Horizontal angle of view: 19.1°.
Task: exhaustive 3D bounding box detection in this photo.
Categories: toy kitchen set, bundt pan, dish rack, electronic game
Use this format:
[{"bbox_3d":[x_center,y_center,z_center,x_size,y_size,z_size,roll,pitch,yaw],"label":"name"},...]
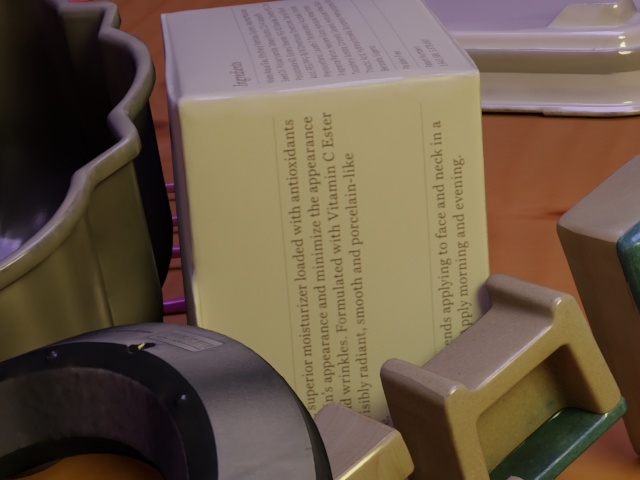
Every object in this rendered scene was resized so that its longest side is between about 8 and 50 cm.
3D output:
[{"bbox_3d":[0.120,0.087,0.675,0.207,0.122,0.166,-38,32,-23],"label":"toy kitchen set"},{"bbox_3d":[-0.207,0.027,0.788,0.331,0.124,0.331,-13,31,8],"label":"bundt pan"},{"bbox_3d":[0.135,-0.164,1.436,0.333,0.072,0.285,2,21,24],"label":"dish rack"},{"bbox_3d":[-0.095,0.117,0.546,0.229,0.048,0.229,-25,37,21],"label":"electronic game"}]

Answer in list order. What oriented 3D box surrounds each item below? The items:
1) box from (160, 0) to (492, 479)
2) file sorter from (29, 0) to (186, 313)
[{"bbox_3d":[0.000,0.000,0.802,0.119,0.181,0.182,-6,19,-4],"label":"box"},{"bbox_3d":[-0.050,-0.079,1.031,0.182,0.202,0.290,-8,19,0],"label":"file sorter"}]
